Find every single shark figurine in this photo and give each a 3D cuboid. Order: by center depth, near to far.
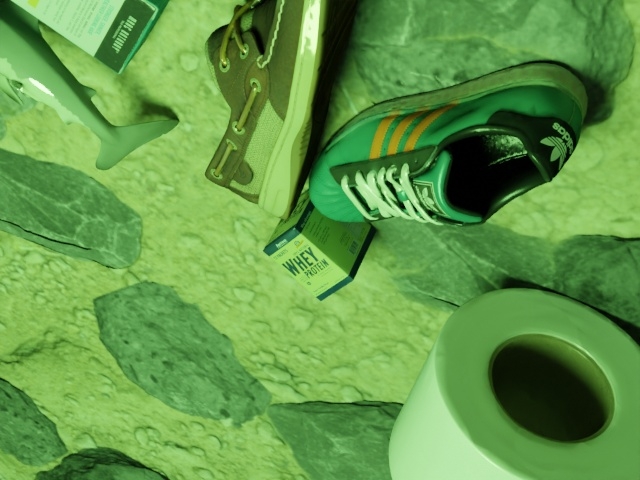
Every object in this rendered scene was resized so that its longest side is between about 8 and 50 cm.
[{"bbox_3d":[-0.273,-0.189,1.184,0.278,0.116,0.166,35,170,1],"label":"shark figurine"}]

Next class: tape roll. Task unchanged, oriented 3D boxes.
[{"bbox_3d":[0.206,0.193,1.214,0.246,0.246,0.169,23,136,3],"label":"tape roll"}]

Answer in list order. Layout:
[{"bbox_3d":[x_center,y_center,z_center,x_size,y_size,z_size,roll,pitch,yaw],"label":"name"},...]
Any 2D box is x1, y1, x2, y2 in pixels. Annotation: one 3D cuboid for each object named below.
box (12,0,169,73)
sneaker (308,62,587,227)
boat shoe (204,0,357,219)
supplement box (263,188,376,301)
[{"bbox_3d":[-0.260,-0.270,1.121,0.244,0.060,0.100,34,136,-9],"label":"box"},{"bbox_3d":[0.098,-0.067,1.106,0.302,0.121,0.108,-20,120,37],"label":"sneaker"},{"bbox_3d":[-0.050,-0.159,1.093,0.123,0.123,0.342,20,142,4],"label":"boat shoe"},{"bbox_3d":[0.000,0.000,1.241,0.083,0.083,0.056,42,133,-14],"label":"supplement box"}]
